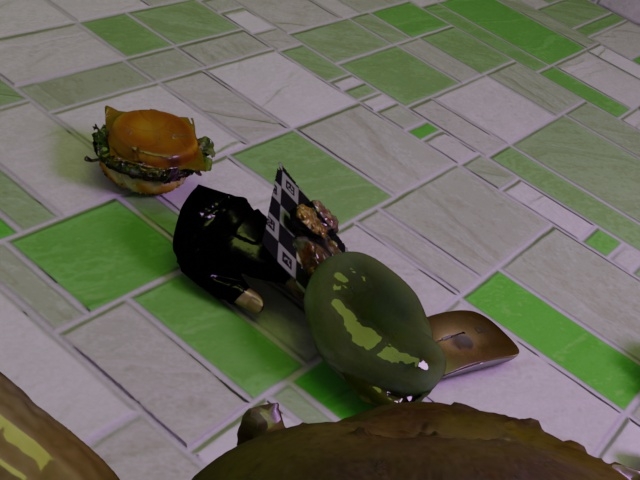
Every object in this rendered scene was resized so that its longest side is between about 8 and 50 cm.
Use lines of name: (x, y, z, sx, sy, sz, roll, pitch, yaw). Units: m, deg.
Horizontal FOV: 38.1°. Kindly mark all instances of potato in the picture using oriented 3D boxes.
potato: (0.074, 0.272, 0.733, 0.443, 0.319, 0.385, -6, 45, -7)

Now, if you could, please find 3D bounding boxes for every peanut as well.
peanut: (-0.281, 0.236, 0.846, 0.340, 0.158, 0.174, 33, 16, 12)

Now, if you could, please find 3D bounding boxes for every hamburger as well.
hamburger: (-0.255, -0.130, 1.401, 0.190, 0.093, 0.164, 9, 38, -12)

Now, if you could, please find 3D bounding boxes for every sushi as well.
sushi: (0.000, 0.000, 1.292, 0.192, 0.040, 0.210, 51, 24, -23)

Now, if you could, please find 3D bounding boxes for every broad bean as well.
broad bean: (0.066, 0.119, 1.185, 0.169, 0.100, 0.227, -1, 55, -26)

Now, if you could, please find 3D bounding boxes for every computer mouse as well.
computer mouse: (0.190, 0.144, 1.288, 0.199, 0.044, 0.102, -7, 41, -34)

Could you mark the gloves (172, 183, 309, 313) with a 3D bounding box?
gloves: (-0.098, 0.019, 1.270, 0.204, 0.124, 0.164, 17, 56, 6)
